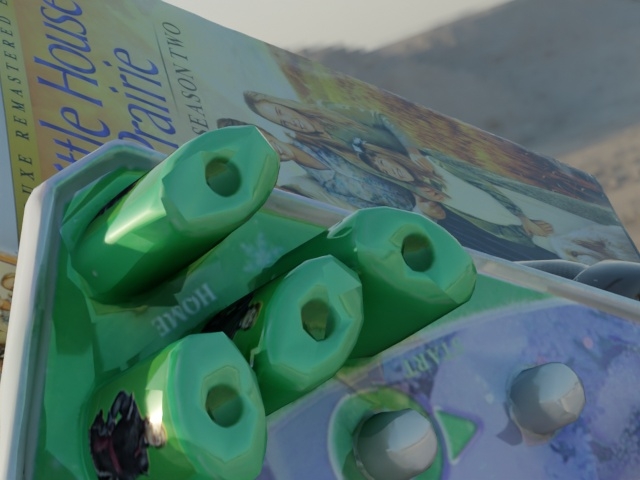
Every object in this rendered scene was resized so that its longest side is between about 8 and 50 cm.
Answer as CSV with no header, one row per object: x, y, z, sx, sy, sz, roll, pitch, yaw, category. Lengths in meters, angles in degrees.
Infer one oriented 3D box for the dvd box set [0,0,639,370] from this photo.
0.000,0.000,0.981,0.062,0.420,0.307,-58,27,25,dvd box set

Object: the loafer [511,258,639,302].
0.062,0.164,0.817,0.130,0.366,0.134,20,24,31,loafer

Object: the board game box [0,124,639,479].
0.111,0.200,0.377,0.390,0.390,0.050,17,-27,-27,board game box
